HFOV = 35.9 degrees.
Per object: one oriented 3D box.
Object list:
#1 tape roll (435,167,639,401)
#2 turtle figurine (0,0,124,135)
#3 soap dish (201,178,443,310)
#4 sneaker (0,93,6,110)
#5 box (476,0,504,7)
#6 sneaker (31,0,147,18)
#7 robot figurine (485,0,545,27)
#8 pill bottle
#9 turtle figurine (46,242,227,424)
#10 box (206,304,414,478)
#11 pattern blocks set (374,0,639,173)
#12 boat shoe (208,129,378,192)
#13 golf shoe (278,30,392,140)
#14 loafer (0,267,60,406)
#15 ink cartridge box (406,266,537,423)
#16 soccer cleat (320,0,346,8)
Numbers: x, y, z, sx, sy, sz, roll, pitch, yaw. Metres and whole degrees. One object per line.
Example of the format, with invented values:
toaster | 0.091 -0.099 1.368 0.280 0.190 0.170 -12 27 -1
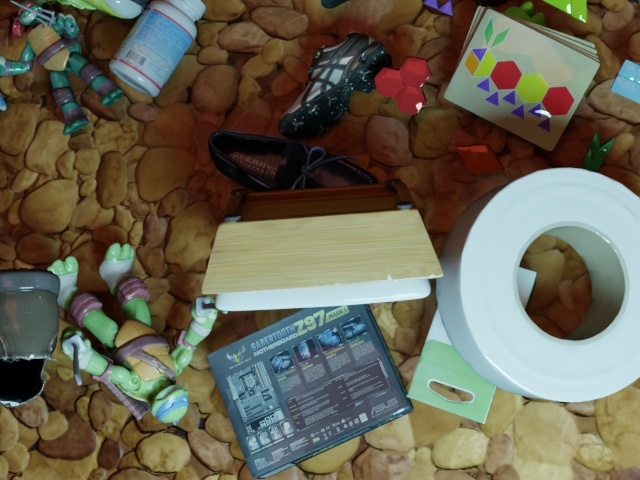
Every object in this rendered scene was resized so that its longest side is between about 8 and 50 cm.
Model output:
tape roll | 0.292 0.056 1.222 0.286 0.100 0.286 1 83 -11
turtle figurine | -0.409 -0.287 1.495 0.175 0.118 0.234 -33 97 33
soap dish | 0.000 0.000 1.269 0.291 0.229 0.118 -4 104 1
sneaker | -0.591 -0.156 1.543 0.086 0.085 0.237 42 91 12
box | 0.353 -0.509 1.395 0.381 0.143 0.191 -25 71 7
sneaker | -0.410 -0.419 1.547 0.385 0.145 0.147 36 99 33
robot figurine | 0.262 -0.283 1.390 0.115 0.067 0.101 -39 70 2
pill bottle | -0.244 -0.306 1.500 0.087 0.087 0.160 30 83 18
turtle figurine | -0.250 0.096 1.320 0.198 0.274 0.266 -38 59 -9
box | -0.016 0.191 1.331 0.233 0.059 0.183 -26 72 6
pattern blocks set | 0.268 -0.223 1.344 0.325 0.026 0.285 36 107 5
boat shoe | -0.047 -0.091 1.397 0.258 0.089 0.109 11 78 15
golf shoe | 0.008 -0.226 1.437 0.198 0.077 0.094 -39 60 -7
loafer | -0.429 0.160 1.293 0.134 0.366 0.130 1 64 -26
ink cartridge box | 0.200 0.127 1.297 0.109 0.062 0.209 18 80 15
soccer cleat | 0.080 -0.397 1.468 0.179 0.060 0.072 -38 72 -2
